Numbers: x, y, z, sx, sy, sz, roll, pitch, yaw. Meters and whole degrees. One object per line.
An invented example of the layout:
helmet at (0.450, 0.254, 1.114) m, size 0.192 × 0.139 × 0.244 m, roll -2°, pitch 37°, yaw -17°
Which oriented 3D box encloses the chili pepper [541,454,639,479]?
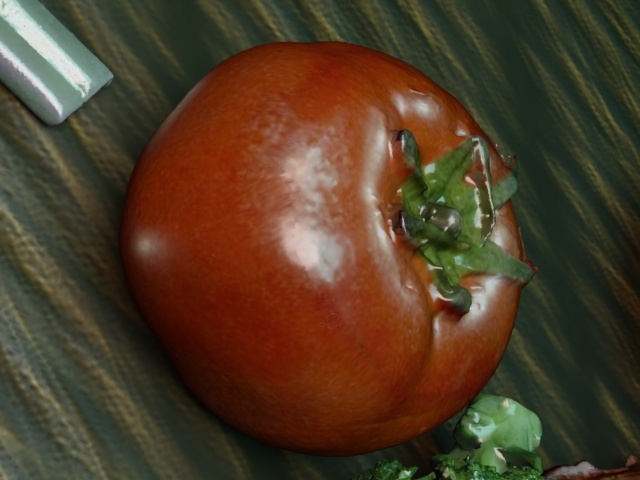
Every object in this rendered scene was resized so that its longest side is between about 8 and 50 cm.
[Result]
chili pepper at (0.329, 0.354, 1.133) m, size 0.251 × 0.229 × 0.305 m, roll -13°, pitch 98°, yaw -70°

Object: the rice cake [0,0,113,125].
rice cake at (-0.278, -0.189, 0.991) m, size 0.222 × 0.042 × 0.080 m, roll 44°, pitch 58°, yaw -15°

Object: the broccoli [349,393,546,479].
broccoli at (0.128, 0.253, 0.992) m, size 0.270 × 0.270 × 0.270 m, roll 39°, pitch 50°, yaw -16°

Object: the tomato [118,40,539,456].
tomato at (0.000, 0.000, 0.976) m, size 0.341 × 0.273 × 0.341 m, roll 14°, pitch 72°, yaw -49°
